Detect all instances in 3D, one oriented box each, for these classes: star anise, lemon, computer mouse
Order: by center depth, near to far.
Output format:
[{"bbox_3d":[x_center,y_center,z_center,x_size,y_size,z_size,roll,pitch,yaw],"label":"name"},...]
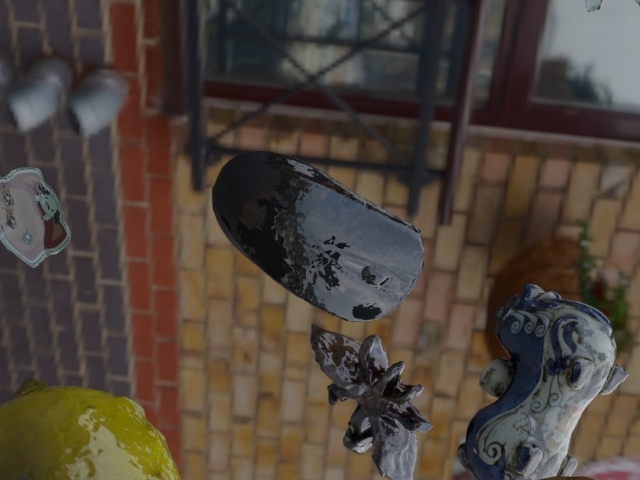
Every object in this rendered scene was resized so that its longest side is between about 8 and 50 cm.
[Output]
[{"bbox_3d":[-0.254,0.287,1.400,0.260,0.284,0.260,-41,177,-2],"label":"lemon"},{"bbox_3d":[0.000,0.000,1.582,0.137,0.270,0.086,-55,-163,15],"label":"computer mouse"},{"bbox_3d":[0.078,0.258,2.139,0.111,0.198,0.257,-27,113,-37],"label":"star anise"}]

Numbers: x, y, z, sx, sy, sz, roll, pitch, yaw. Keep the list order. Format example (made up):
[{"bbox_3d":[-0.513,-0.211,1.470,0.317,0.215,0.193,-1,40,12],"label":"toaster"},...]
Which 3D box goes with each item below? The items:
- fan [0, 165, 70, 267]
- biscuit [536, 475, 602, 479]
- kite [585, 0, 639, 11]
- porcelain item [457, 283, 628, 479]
[{"bbox_3d":[-0.407,-0.021,1.817,0.132,0.009,0.220,63,31,-6],"label":"fan"},{"bbox_3d":[0.201,0.337,1.265,0.296,0.296,0.102,-83,151,-50],"label":"biscuit"},{"bbox_3d":[0.334,-0.304,1.549,0.250,0.012,0.229,52,46,-19],"label":"kite"},{"bbox_3d":[0.282,0.206,1.891,0.138,0.186,0.288,17,102,-50],"label":"porcelain item"}]
